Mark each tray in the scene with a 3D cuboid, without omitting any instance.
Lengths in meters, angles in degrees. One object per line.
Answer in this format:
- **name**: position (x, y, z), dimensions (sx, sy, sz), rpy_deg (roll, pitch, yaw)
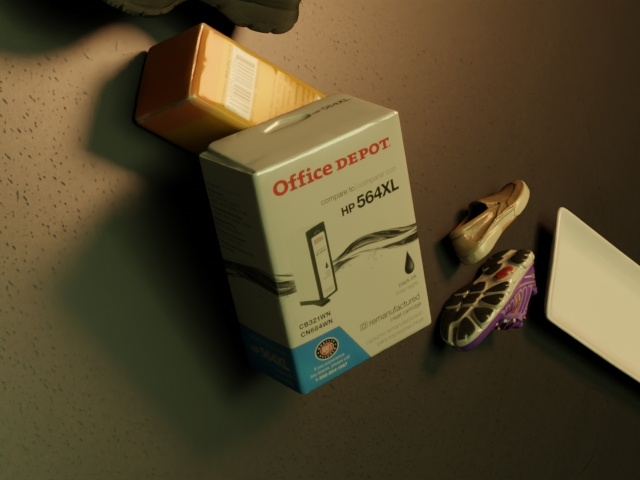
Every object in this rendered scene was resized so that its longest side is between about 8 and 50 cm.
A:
- **tray**: position (0.343, 0.081, 1.465), dimensions (0.270, 0.030, 0.145), rpy_deg (32, 59, -37)

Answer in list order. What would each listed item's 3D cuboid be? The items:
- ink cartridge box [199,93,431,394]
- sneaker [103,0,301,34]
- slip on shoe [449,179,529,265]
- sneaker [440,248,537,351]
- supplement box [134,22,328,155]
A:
- **ink cartridge box**: position (0.000, 0.000, 1.023), dimensions (0.148, 0.086, 0.203), rpy_deg (-26, 120, -27)
- **sneaker**: position (-0.103, -0.253, 0.999), dimensions (0.286, 0.130, 0.109), rpy_deg (-8, 49, -51)
- **slip on shoe**: position (0.178, -0.029, 1.312), dimensions (0.041, 0.051, 0.135), rpy_deg (49, 55, -11)
- **sneaker**: position (0.187, 0.071, 1.281), dimensions (0.170, 0.068, 0.071), rpy_deg (-39, 114, -45)
- **supplement box**: position (-0.044, -0.098, 1.075), dimensions (0.233, 0.078, 0.080), rpy_deg (28, 59, -39)
